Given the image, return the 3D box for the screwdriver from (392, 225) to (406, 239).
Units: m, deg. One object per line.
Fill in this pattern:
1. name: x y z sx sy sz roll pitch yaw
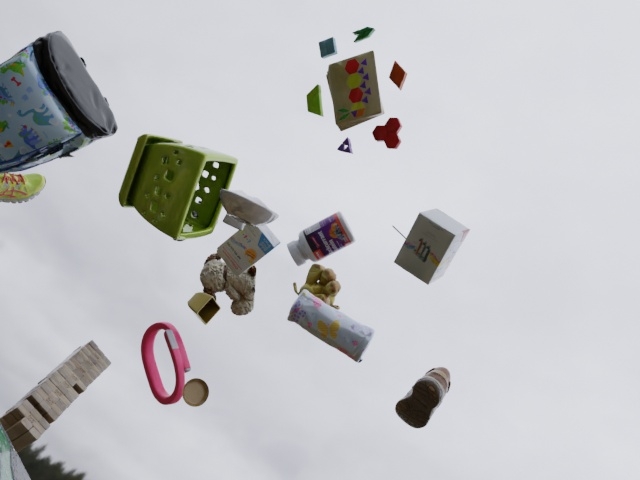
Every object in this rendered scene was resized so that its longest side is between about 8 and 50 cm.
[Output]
1. screwdriver: 0.284 0.013 1.884 0.170 0.025 0.024 40 -51 -11

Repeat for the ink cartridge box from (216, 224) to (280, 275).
1. ink cartridge box: -0.219 0.025 1.732 0.181 0.061 0.104 -38 -87 20

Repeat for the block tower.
1. block tower: -0.671 0.383 1.545 0.097 0.335 0.091 -32 -78 22

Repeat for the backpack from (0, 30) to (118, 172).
1. backpack: -0.750 -0.311 1.503 0.356 0.273 0.290 -20 -72 15

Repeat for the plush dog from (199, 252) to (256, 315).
1. plush dog: -0.377 0.155 2.453 0.225 0.262 0.210 3 -30 -7

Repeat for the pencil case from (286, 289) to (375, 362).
1. pencil case: 0.033 0.258 1.846 0.273 0.124 0.113 30 -81 5

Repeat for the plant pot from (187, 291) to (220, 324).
1. plant pot: -0.415 0.227 2.100 0.083 0.081 0.081 26 -26 33

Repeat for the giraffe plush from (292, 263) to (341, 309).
1. giraffe plush: 0.009 0.213 2.414 0.170 0.210 0.181 31 27 -53

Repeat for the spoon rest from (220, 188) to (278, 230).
1. spoon rest: -0.172 -0.077 1.374 0.137 0.084 0.276 24 -9 -13

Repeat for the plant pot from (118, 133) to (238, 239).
1. plant pot: -0.371 -0.149 1.547 0.207 0.227 0.228 24 -81 11

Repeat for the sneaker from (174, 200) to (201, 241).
1. sneaker: -0.398 -0.055 1.828 0.276 0.098 0.135 17 -69 44

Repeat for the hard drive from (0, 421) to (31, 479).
1. hard drive: -0.625 0.561 1.226 0.237 0.064 0.339 46 -33 51

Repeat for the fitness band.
1. fitness band: -0.539 0.422 2.091 0.209 0.054 0.291 -42 -119 35

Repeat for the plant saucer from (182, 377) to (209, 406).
1. plant saucer: -0.375 0.454 1.802 0.083 0.083 0.015 55 -32 -8

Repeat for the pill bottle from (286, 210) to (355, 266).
1. pill bottle: 0.000 0.000 1.826 0.108 0.193 0.108 61 6 -10

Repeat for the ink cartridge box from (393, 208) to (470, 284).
1. ink cartridge box: 0.323 0.017 1.757 0.127 0.128 0.176 36 -65 23

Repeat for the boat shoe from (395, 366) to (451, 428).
1. boat shoe: 0.347 0.518 1.988 0.123 0.116 0.324 43 -36 13

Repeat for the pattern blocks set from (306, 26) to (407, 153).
1. pattern blocks set: 0.092 -0.389 1.580 0.285 0.026 0.324 -1 -91 29

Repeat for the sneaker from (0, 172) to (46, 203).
1. sneaker: -0.846 -0.153 1.618 0.081 0.208 0.094 51 -40 27
